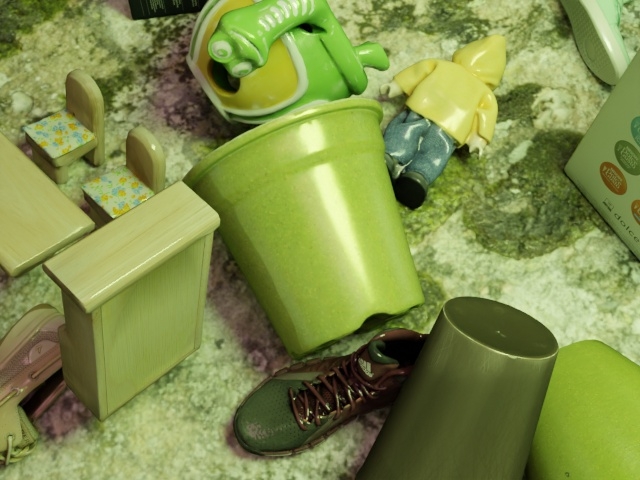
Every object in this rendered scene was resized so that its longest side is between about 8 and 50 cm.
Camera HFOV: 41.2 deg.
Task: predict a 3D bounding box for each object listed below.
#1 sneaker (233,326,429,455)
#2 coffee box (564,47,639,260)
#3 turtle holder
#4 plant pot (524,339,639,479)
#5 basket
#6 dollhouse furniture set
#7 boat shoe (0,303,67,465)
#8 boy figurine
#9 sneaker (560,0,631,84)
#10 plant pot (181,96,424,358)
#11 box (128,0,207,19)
[{"bbox_3d":[0.024,0.166,1.025,0.281,0.162,0.107,-21,69,-11],"label":"sneaker"},{"bbox_3d":[0.581,-0.122,1.073,0.338,0.334,0.338,-32,72,-14],"label":"coffee box"},{"bbox_3d":[-0.052,-0.252,1.135,0.227,0.243,0.320,-32,32,7],"label":"turtle holder"},{"bbox_3d":[0.346,0.269,0.963,0.274,0.275,0.294,-21,53,-10],"label":"plant pot"},{"bbox_3d":[0.159,0.189,0.930,0.204,0.227,0.154,1,26,-30],"label":"basket"},{"bbox_3d":[-0.321,-0.025,0.981,0.394,0.257,0.362,41,55,19],"label":"dollhouse furniture set"},{"bbox_3d":[-0.387,0.218,1.023,0.098,0.109,0.302,29,64,11],"label":"boat shoe"},{"bbox_3d":[0.171,-0.191,1.220,0.177,0.092,0.285,30,69,11],"label":"boy figurine"},{"bbox_3d":[0.458,-0.361,1.295,0.151,0.094,0.256,-13,66,-1],"label":"sneaker"},{"bbox_3d":[0.000,0.000,1.063,0.276,0.276,0.254,-22,82,-11],"label":"plant pot"},{"bbox_3d":[-0.204,-0.445,1.221,0.184,0.261,0.103,-7,67,-5],"label":"box"}]
